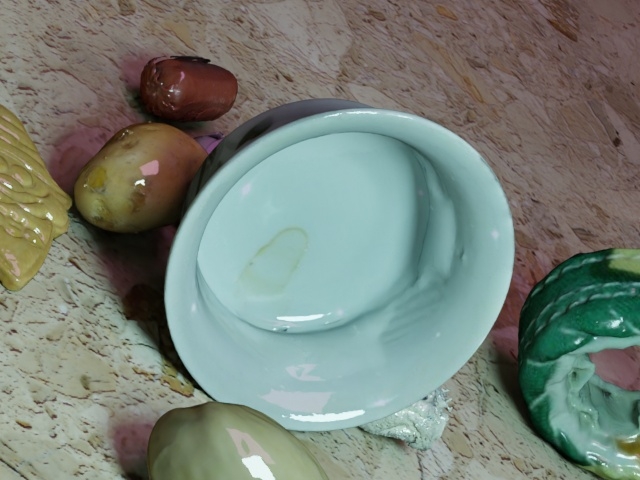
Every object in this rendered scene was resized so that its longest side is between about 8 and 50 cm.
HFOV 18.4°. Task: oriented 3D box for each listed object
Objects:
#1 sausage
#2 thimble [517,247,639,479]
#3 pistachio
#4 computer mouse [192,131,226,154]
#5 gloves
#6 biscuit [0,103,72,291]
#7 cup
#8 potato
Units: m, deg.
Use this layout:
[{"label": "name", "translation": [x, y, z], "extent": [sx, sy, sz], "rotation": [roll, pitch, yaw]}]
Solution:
[{"label": "sausage", "translation": [-0.148, -0.168, 2.208], "extent": [0.076, 0.076, 0.141], "rotation": [55, 26, 16]}, {"label": "thimble", "translation": [0.365, 0.152, 2.322], "extent": [0.167, 0.254, 0.288], "rotation": [-79, 148, -55]}, {"label": "pistachio", "translation": [-0.059, 0.229, 1.740], "extent": [0.226, 0.136, 0.136], "rotation": [48, 25, -14]}, {"label": "computer mouse", "translation": [-0.034, 0.004, 2.129], "extent": [0.310, 0.072, 0.158], "rotation": [38, 23, -5]}, {"label": "gloves", "translation": [0.062, 0.151, 2.069], "extent": [0.153, 0.070, 0.114], "rotation": [25, 26, -12]}, {"label": "biscuit", "translation": [-0.299, -0.049, 1.870], "extent": [0.162, 0.035, 0.250], "rotation": [21, 37, -34]}, {"label": "cup", "translation": [0.000, 0.000, 1.941], "extent": [0.347, 0.347, 0.163], "rotation": [31, 14, -29]}, {"label": "potato", "translation": [-0.174, -0.063, 1.971], "extent": [0.118, 0.109, 0.178], "rotation": [18, 20, 18]}]
